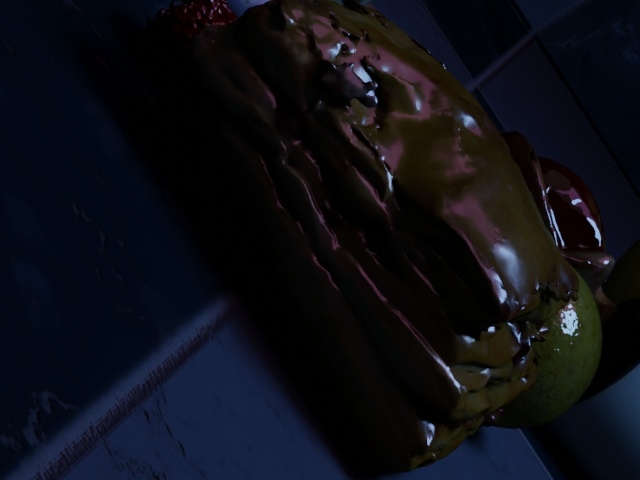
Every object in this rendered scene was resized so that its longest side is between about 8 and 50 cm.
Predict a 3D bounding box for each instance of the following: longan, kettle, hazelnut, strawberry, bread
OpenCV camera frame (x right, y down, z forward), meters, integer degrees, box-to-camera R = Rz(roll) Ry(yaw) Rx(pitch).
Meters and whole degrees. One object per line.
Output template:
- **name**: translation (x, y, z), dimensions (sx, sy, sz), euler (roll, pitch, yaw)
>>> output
- **longan**: translation (0.143, 0.075, 1.583), dimensions (0.155, 0.176, 0.145), euler (-140, -130, -59)
- **kettle**: translation (0.346, 0.175, 1.844), dimensions (0.236, 0.221, 0.161), euler (53, 3, -14)
- **hazelnut**: translation (0.191, 0.006, 1.821), dimensions (0.201, 0.160, 0.170), euler (39, 20, -36)
- **strawberry**: translation (-0.086, -0.132, 1.384), dimensions (0.073, 0.073, 0.083), euler (-63, 133, -74)
- **bread**: translation (0.061, -0.017, 1.353), dimensions (0.325, 0.167, 0.277), euler (67, 15, 5)

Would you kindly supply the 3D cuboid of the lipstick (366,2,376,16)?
- **lipstick**: translation (0.020, -0.246, 2.023), dimensions (0.145, 0.045, 0.045), euler (47, 19, -35)

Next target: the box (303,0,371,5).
- **box**: translation (-0.056, -0.339, 1.827), dimensions (0.274, 0.138, 0.178), euler (52, 9, -28)

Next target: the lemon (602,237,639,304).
- **lemon**: translation (0.441, 0.129, 2.062), dimensions (0.348, 0.348, 0.348), euler (52, 15, -20)

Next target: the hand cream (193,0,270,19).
- **hand cream**: translation (-0.112, -0.253, 1.588), dimensions (0.271, 0.058, 0.091), euler (54, 25, 3)
